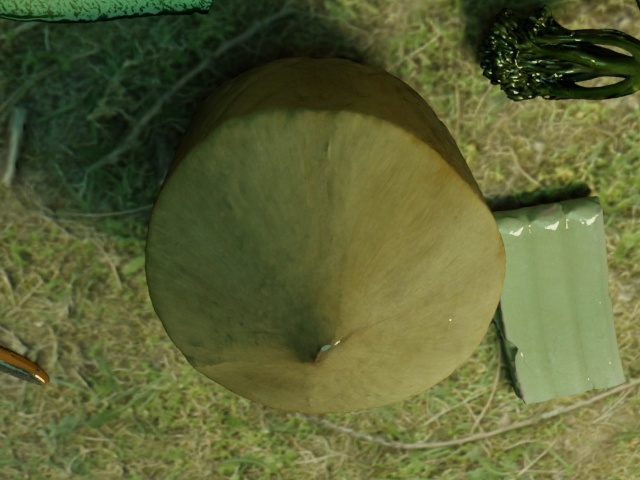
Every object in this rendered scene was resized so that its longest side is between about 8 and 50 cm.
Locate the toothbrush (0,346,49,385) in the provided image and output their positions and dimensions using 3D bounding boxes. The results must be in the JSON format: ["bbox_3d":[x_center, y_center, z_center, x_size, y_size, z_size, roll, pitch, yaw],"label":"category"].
[{"bbox_3d":[-0.401,0.064,1.180,0.321,0.023,0.031,30,120,-21],"label":"toothbrush"}]

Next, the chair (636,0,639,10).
[{"bbox_3d":[0.347,-0.287,0.964,0.203,0.190,0.274,-12,150,2],"label":"chair"}]

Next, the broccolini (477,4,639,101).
[{"bbox_3d":[0.236,-0.154,1.061,0.203,0.068,0.091,12,111,18],"label":"broccolini"}]

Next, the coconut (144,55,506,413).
[{"bbox_3d":[0.000,0.000,1.012,0.329,0.329,0.328,-3,121,-5],"label":"coconut"}]

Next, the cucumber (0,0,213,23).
[{"bbox_3d":[-0.198,-0.239,0.997,0.244,0.063,0.115,-4,114,-3],"label":"cucumber"}]

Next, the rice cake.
[{"bbox_3d":[0.235,0.063,1.236,0.127,0.043,0.237,-12,121,0],"label":"rice cake"}]
